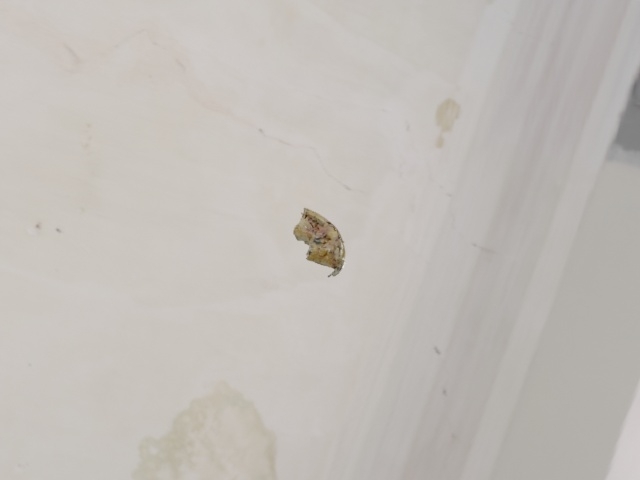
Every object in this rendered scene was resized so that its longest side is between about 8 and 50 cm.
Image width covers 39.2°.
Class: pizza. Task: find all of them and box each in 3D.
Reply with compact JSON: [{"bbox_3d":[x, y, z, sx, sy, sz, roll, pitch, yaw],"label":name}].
[{"bbox_3d":[0.000,0.000,0.749,0.037,0.083,0.016,-14,-46,-13],"label":"pizza"}]
